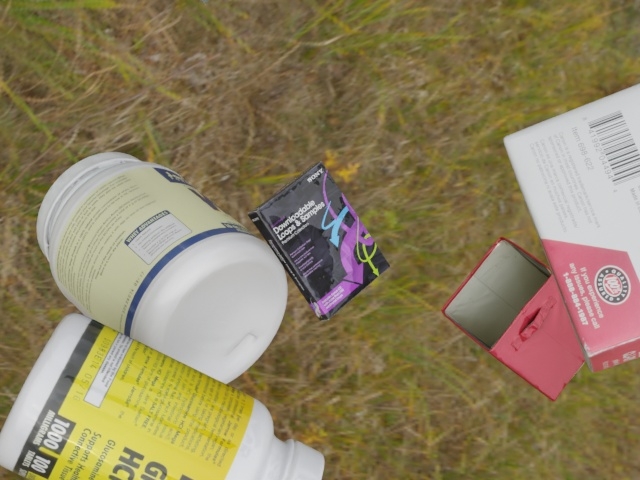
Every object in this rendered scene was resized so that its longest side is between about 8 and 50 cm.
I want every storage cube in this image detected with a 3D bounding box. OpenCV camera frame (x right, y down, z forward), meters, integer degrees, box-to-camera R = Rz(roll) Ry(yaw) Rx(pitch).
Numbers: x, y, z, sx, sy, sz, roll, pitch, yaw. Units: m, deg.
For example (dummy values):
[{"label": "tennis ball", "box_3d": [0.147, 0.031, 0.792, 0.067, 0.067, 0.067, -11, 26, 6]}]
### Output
[{"label": "storage cube", "box_3d": [0.375, 0.139, 2.030, 0.193, 0.215, 0.183, 37, 93, -28]}]

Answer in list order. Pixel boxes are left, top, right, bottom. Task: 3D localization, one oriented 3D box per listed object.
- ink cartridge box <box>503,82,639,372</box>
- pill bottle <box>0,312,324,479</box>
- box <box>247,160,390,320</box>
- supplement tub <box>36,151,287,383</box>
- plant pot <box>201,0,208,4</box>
[{"label": "ink cartridge box", "box_3d": [0.444, -0.045, 1.288, 0.385, 0.160, 0.279, -21, 70, 10]}, {"label": "pill bottle", "box_3d": [-0.174, 0.232, 1.255, 0.334, 0.188, 0.188, 27, 71, -6]}, {"label": "box", "box_3d": [0.000, 0.000, 1.372, 0.116, 0.029, 0.162, -40, 100, -27]}, {"label": "supplement tub", "box_3d": [-0.225, 0.035, 1.538, 0.235, 0.325, 0.235, -26, 134, -30]}, {"label": "plant pot", "box_3d": [-0.159, -0.474, 1.409, 0.196, 0.293, 0.293, -37, 105, 1]}]
